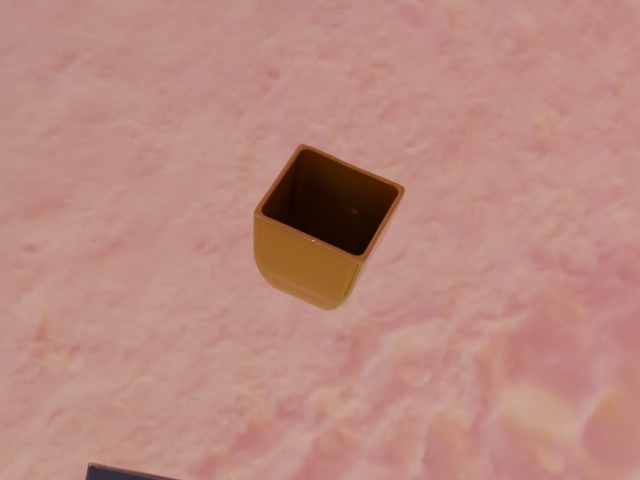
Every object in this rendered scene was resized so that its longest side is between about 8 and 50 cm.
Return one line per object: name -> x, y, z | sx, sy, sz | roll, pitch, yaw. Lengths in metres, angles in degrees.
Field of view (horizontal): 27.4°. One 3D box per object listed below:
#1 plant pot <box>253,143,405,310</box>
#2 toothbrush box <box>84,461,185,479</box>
plant pot -> 0.000, 0.000, 0.907 | 0.083, 0.081, 0.081 | 105, 13, -47
toothbrush box -> -0.071, 0.266, 0.537 | 0.126, 0.216, 0.296 | 13, 65, -7
